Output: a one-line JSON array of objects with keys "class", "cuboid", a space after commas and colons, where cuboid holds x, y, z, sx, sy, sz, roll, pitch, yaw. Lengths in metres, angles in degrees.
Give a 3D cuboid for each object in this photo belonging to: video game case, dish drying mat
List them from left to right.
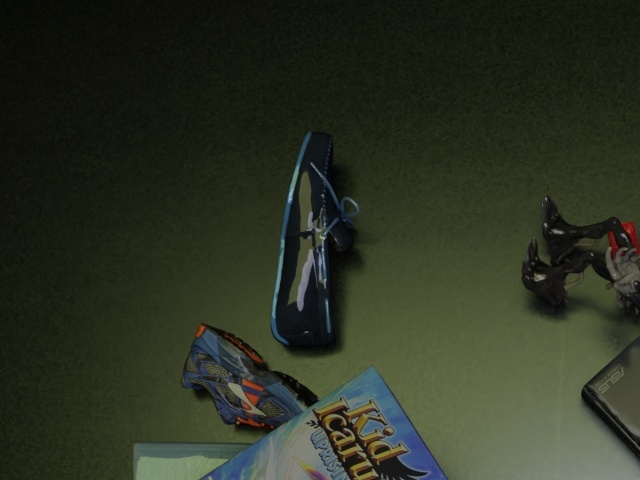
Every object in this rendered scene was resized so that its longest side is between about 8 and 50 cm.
[{"class": "video game case", "cuboid": [0.012, 0.279, 1.190, 0.244, 0.061, 0.269, -32, 47, -2]}, {"class": "dish drying mat", "cuboid": [0.359, 0.019, 1.545, 0.032, 0.008, 0.083, -10, 71, 8]}]

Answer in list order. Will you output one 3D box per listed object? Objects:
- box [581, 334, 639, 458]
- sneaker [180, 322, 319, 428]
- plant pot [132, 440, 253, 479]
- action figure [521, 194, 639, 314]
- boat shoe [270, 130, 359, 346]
[{"class": "box", "cuboid": [0.435, 0.159, 1.457, 0.232, 0.059, 0.183, -40, 71, -4]}, {"class": "sneaker", "cuboid": [-0.073, 0.188, 1.543, 0.221, 0.083, 0.087, 35, 95, 24]}, {"class": "plant pot", "cuboid": [-0.052, 0.345, 1.402, 0.252, 0.247, 0.248, -5, 71, 0]}, {"class": "action figure", "cuboid": [0.357, 0.016, 1.435, 0.275, 0.141, 0.164, 5, 46, 34]}, {"class": "boat shoe", "cuboid": [0.000, 0.000, 1.584, 0.089, 0.109, 0.258, 7, 90, 6]}]
